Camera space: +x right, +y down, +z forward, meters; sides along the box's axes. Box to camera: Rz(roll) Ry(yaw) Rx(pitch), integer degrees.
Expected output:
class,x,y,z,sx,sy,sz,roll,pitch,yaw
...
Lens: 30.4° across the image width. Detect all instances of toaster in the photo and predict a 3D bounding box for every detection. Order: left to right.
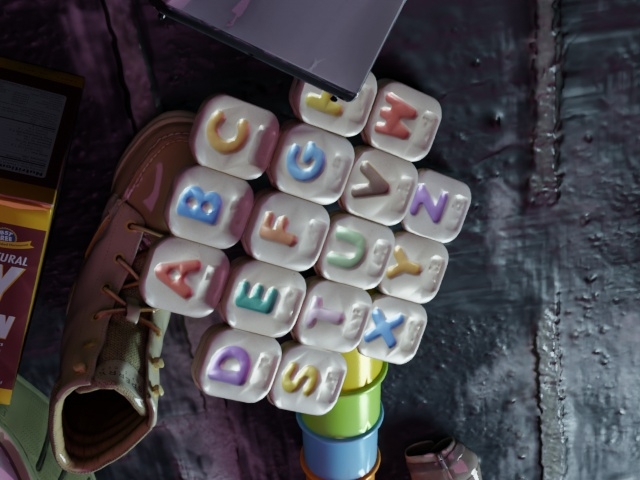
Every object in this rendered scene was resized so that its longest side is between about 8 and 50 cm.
class,x,y,z,sx,sy,sz,roll,pitch,yaw
toaster,-0.038,-0.202,0.820,0.185,0.168,0.110,23,118,-19

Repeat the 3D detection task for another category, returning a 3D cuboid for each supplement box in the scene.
class,x,y,z,sx,sy,sz,roll,pitch,yaw
supplement box,-0.274,-0.016,0.914,0.129,0.194,0.191,13,123,-12

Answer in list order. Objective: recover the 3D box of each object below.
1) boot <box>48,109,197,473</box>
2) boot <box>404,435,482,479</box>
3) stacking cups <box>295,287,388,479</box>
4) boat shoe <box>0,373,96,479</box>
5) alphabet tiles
class,x,y,z,sx,sy,sz,roll,pitch,yaw
boot,-0.149,0.042,0.954,0.095,0.203,0.262,23,122,-18
boot,0.110,0.248,1.218,0.118,0.042,0.087,-27,116,13
stacking cups,0.023,0.190,1.134,0.096,0.096,0.316,-4,125,-1
boat shoe,-0.316,0.187,1.111,0.103,0.113,0.302,-24,112,14
alphabet tiles,0.000,0.000,0.949,0.278,0.021,0.284,18,94,-35
